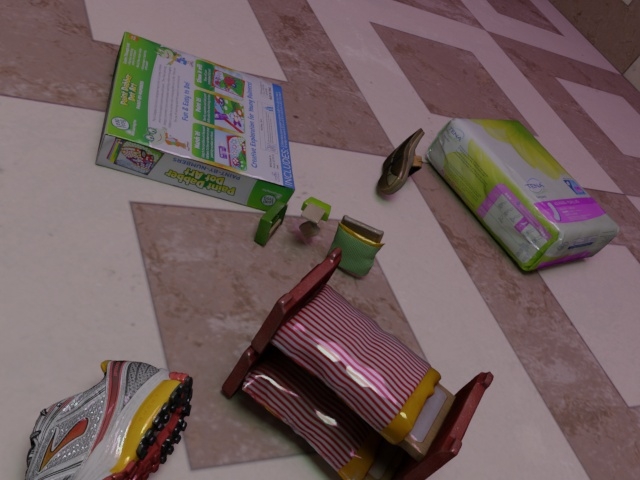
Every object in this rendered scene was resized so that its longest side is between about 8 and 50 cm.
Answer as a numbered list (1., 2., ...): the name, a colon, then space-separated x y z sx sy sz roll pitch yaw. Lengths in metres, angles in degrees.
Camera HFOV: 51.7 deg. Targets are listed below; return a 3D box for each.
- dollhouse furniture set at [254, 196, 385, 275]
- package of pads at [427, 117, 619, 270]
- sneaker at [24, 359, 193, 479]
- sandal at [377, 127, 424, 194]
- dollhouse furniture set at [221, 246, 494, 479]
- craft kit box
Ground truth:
1. dollhouse furniture set: 0.000 0.000 0.830 0.151 0.076 0.058 25 34 5
2. package of pads: 0.349 -0.089 1.159 0.229 0.101 0.296 -7 52 -42
3. sneaker: -0.189 0.179 0.504 0.092 0.088 0.225 18 35 13
4. sandal: 0.138 -0.120 1.071 0.049 0.072 0.180 42 37 -14
5. dollhouse furniture set: -0.024 0.192 0.535 0.201 0.152 0.374 38 37 6
6. craft kit box: -0.165 -0.165 0.908 0.246 0.061 0.250 18 40 -24
